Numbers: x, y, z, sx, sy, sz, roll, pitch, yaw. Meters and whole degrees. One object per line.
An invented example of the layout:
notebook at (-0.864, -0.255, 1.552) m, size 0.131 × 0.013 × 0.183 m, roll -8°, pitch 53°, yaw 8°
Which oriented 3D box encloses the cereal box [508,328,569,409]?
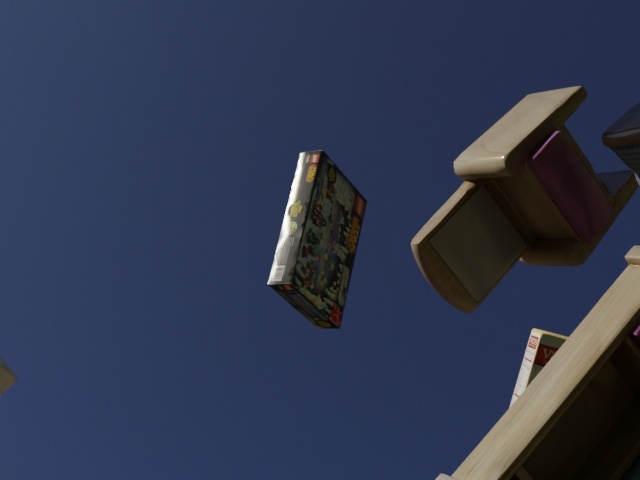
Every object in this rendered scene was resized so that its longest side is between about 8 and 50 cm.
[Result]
cereal box at (0.289, 0.235, 1.168) m, size 0.173 × 0.047 × 0.240 m, roll 17°, pitch -89°, yaw -4°

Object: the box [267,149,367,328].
box at (0.000, 0.000, 0.951) m, size 0.027 × 0.137 × 0.094 m, roll -3°, pitch -29°, yaw 30°

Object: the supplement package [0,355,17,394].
supplement package at (-0.280, 0.049, 0.596) m, size 0.105 × 0.105 × 0.179 m, roll -43°, pitch -35°, yaw -10°

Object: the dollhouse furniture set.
dollhouse furniture set at (0.204, 0.085, 0.477) m, size 0.198 × 0.303 × 0.286 m, roll -46°, pitch -71°, yaw -19°
